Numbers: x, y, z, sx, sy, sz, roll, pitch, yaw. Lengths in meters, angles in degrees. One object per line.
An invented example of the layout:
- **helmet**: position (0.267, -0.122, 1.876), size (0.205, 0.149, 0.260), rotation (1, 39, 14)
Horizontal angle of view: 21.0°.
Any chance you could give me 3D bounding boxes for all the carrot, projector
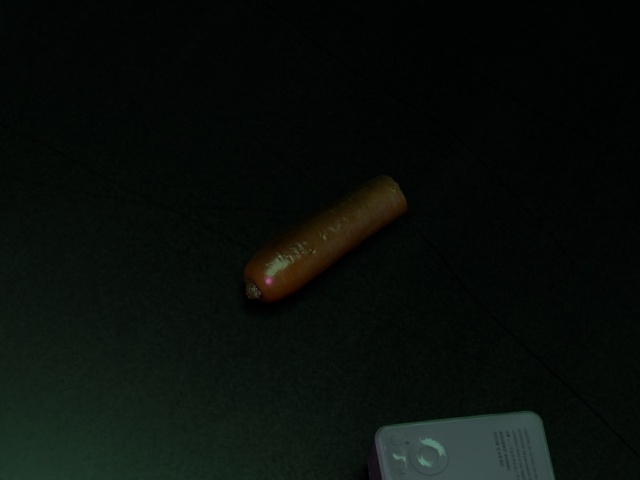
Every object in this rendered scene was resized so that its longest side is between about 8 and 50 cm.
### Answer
- **carrot**: position (0.000, 0.000, 1.981), size (0.225, 0.067, 0.067), rotation (-33, 72, -26)
- **projector**: position (0.163, 0.320, 1.817), size (0.192, 0.099, 0.257), rotation (-6, 63, -9)
